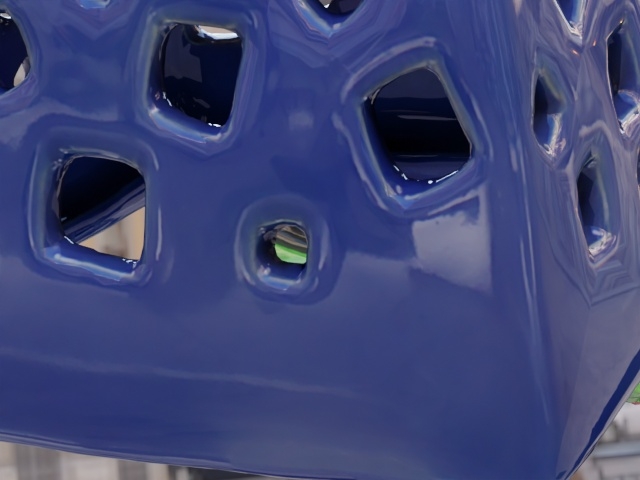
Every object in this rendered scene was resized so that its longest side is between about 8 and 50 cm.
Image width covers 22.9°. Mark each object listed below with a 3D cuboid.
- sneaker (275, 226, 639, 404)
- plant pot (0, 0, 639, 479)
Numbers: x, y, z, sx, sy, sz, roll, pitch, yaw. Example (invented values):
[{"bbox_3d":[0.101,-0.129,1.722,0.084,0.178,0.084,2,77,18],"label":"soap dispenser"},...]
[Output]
[{"bbox_3d":[0.136,-0.011,1.029,0.482,0.202,0.185,16,-5,-16],"label":"sneaker"},{"bbox_3d":[-0.015,-0.082,0.442,0.235,0.212,0.236,2,20,26],"label":"plant pot"}]
